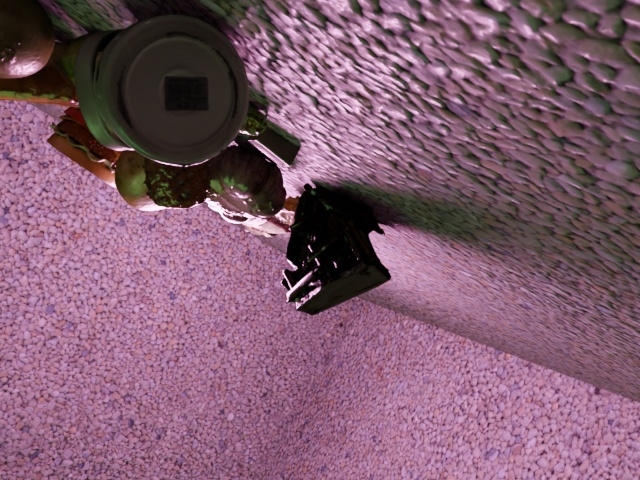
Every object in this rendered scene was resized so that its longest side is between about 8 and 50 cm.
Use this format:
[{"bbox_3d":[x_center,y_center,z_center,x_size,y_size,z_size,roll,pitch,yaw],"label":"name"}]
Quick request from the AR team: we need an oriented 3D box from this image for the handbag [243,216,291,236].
[{"bbox_3d":[-0.213,-0.083,2.280,0.213,0.127,0.235,23,173,24],"label":"handbag"}]

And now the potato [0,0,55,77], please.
[{"bbox_3d":[-0.677,-0.434,1.258,0.359,0.219,0.270,24,-176,-22],"label":"potato"}]

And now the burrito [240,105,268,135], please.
[{"bbox_3d":[-0.195,-0.253,1.339,0.104,0.054,0.288,36,171,-35],"label":"burrito"}]

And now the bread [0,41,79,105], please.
[{"bbox_3d":[-0.689,-0.393,1.559,0.344,0.148,0.195,6,-173,-1],"label":"bread"}]

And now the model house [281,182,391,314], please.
[{"bbox_3d":[0.000,0.000,1.639,0.317,0.297,0.282,34,-144,-70],"label":"model house"}]

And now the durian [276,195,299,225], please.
[{"bbox_3d":[-0.025,-0.075,1.870,0.224,0.078,0.140,18,160,1],"label":"durian"}]

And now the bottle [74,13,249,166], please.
[{"bbox_3d":[-0.271,-0.246,1.083,0.229,0.229,0.352,33,179,-30],"label":"bottle"}]

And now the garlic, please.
[{"bbox_3d":[-0.196,-0.148,1.684,0.245,0.160,0.245,10,147,7],"label":"garlic"}]

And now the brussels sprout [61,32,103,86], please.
[{"bbox_3d":[-0.451,-0.346,1.386,0.155,0.117,0.155,36,179,1],"label":"brussels sprout"}]

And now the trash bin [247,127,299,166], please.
[{"bbox_3d":[-0.098,-0.197,1.405,0.092,0.043,0.061,36,171,-25],"label":"trash bin"}]

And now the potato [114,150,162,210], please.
[{"bbox_3d":[-0.425,-0.179,1.765,0.243,0.242,0.285,30,-160,-12],"label":"potato"}]

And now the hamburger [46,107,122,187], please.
[{"bbox_3d":[-0.622,-0.299,1.959,0.274,0.212,0.274,36,177,2],"label":"hamburger"}]

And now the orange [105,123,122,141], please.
[{"bbox_3d":[-0.521,-0.323,1.740,0.156,0.134,0.156,39,157,20],"label":"orange"}]

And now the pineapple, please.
[{"bbox_3d":[-0.331,-0.215,1.510,0.158,0.158,0.278,22,128,40],"label":"pineapple"}]
